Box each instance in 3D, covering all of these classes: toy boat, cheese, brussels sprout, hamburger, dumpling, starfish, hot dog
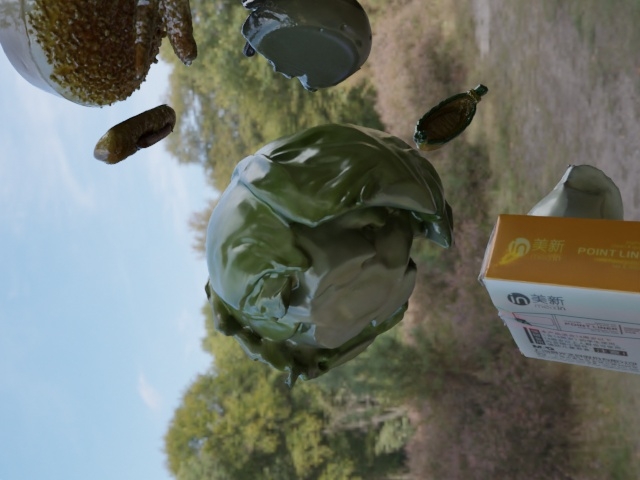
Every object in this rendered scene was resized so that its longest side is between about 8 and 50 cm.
[{"bbox_3d":[0.281,-0.269,1.780,0.089,0.229,0.088,46,155,11],"label":"toy boat"},{"bbox_3d":[-0.024,-0.316,1.205,0.202,0.175,0.091,21,-125,-41],"label":"cheese"},{"bbox_3d":[-0.013,-0.013,1.315,0.342,0.425,0.361,21,-154,-47],"label":"brussels sprout"},{"bbox_3d":[-0.363,-0.356,1.253,0.302,0.170,0.302,-16,-72,-61],"label":"hamburger"},{"bbox_3d":[0.410,0.002,1.302,0.216,0.166,0.126,-62,3,-33],"label":"dumpling"},{"bbox_3d":[-0.197,-0.417,1.137,0.375,0.094,0.327,-55,48,18],"label":"starfish"},{"bbox_3d":[-0.263,-0.159,1.189,0.066,0.047,0.216,-58,-1,23],"label":"hot dog"}]

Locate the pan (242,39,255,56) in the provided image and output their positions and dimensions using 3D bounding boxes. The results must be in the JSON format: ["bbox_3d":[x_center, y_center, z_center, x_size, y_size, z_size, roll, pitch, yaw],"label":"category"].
[{"bbox_3d":[-0.119,-0.511,1.755,0.235,0.136,0.028,-62,24,27],"label":"pan"}]

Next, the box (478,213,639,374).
[{"bbox_3d":[0.330,0.066,0.861,0.221,0.273,0.091,54,-131,-51],"label":"box"}]
